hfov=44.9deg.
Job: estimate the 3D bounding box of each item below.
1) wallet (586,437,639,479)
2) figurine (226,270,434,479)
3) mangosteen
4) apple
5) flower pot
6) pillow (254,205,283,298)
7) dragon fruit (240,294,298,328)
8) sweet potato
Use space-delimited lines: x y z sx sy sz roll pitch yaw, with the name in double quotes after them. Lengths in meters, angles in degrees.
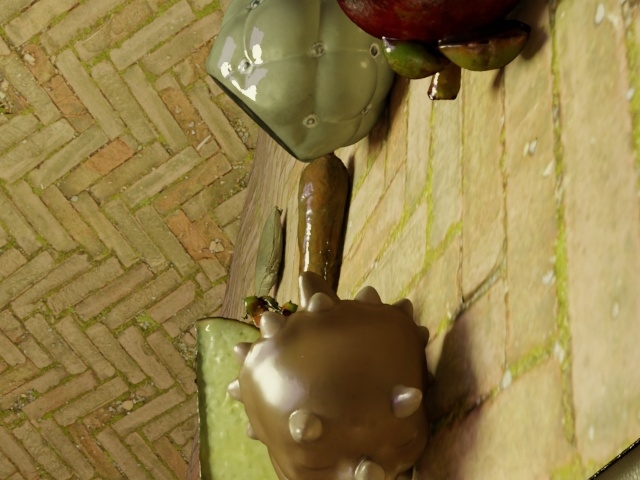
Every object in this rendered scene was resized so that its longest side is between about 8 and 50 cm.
0.159 0.118 0.308 0.198 0.031 0.110 113 163 -47 "wallet"
0.011 0.109 0.685 0.247 0.177 0.172 -82 -10 -51 "figurine"
0.096 -0.213 0.634 0.200 0.200 0.199 -170 90 -79 "mangosteen"
-0.058 0.260 0.858 0.254 0.179 0.345 -31 60 47 "apple"
-0.020 -0.230 1.013 0.195 0.246 0.246 -47 13 1 "flower pot"
-0.113 0.032 1.713 0.119 0.053 0.208 115 166 -45 "pillow"
-0.057 0.159 1.205 0.142 0.175 0.138 -28 -33 -58 "dragon fruit"
0.000 0.000 1.144 0.075 0.075 0.273 146 129 -75 "sweet potato"
